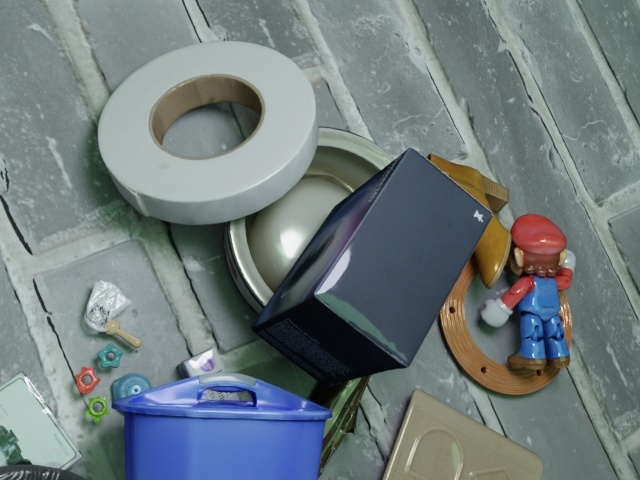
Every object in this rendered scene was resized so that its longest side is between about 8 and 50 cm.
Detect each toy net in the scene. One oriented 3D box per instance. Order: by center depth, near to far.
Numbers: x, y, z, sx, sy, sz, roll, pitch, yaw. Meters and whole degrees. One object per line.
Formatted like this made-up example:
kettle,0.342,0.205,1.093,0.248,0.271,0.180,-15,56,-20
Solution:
toy net,-0.364,0.185,1.302,0.122,0.045,0.232,-13,79,-24

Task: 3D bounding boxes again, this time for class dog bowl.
dog bowl,0.000,0.000,1.451,0.407,0.150,0.408,7,72,-22

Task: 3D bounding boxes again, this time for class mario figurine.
mario figurine,0.442,0.105,1.616,0.198,0.170,0.321,7,81,-59

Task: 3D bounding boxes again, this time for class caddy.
caddy,-0.151,0.294,1.183,0.341,0.241,0.179,6,81,-18

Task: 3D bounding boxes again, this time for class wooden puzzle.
wooden puzzle,0.247,0.504,1.456,0.322,0.080,0.348,31,61,-13

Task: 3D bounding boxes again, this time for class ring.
ring,0.395,0.161,1.640,0.336,0.032,0.337,7,72,-21

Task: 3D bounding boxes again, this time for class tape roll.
tape roll,-0.197,-0.199,1.358,0.391,0.072,0.392,-3,56,4

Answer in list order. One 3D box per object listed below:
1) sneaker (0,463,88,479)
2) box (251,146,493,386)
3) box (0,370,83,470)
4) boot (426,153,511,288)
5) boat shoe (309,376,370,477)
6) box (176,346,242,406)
sneaker,-0.380,0.423,1.075,0.447,0.257,0.169,42,53,-44
box,0.074,0.051,1.219,0.182,0.294,0.296,38,63,-9
box,-0.530,0.351,1.155,0.290,0.087,0.169,-37,91,-27
boot,0.283,-0.046,1.598,0.211,0.104,0.295,20,49,-7
boat shoe,0.029,0.321,1.412,0.095,0.095,0.257,46,68,-20
box,-0.150,0.347,1.333,0.067,0.063,0.324,-23,85,-26
